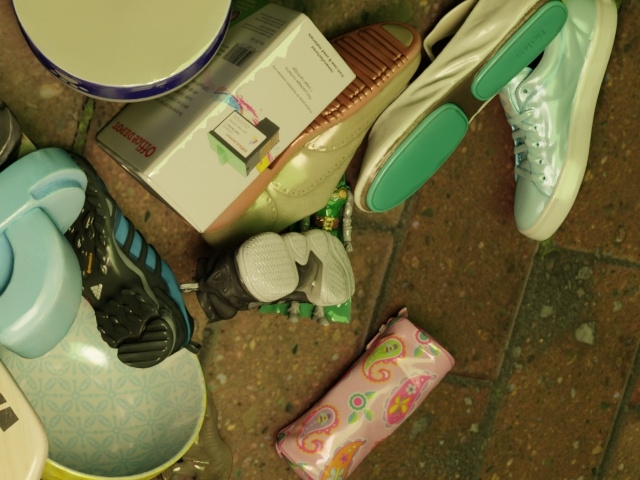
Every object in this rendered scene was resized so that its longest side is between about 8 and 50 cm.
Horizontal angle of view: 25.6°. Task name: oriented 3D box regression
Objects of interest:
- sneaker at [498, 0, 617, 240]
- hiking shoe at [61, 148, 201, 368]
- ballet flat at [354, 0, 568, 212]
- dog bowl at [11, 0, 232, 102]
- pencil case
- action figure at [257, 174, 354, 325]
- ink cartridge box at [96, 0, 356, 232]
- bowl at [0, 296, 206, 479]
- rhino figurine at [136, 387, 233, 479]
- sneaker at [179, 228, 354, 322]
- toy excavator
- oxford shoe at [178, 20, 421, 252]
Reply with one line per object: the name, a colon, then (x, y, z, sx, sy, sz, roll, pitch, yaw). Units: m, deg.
sneaker: (0.306, -0.188, 2.019, 0.150, 0.135, 0.366, 10, 94, -15)
hiking shoe: (-0.266, 0.024, 1.783, 0.113, 0.132, 0.304, -30, 82, 16)
ballet flat: (0.167, -0.212, 1.932, 0.400, 0.139, 0.139, -47, 119, 3)
dog bowl: (-0.234, -0.301, 1.671, 0.264, 0.104, 0.265, 0, 87, -6)
pencil case: (0.064, 0.233, 2.024, 0.284, 0.124, 0.124, -46, 118, -8)
action figure: (0.000, 0.000, 1.957, 0.137, 0.063, 0.232, 6, 99, -24)
ink cartridge box: (-0.123, -0.165, 1.765, 0.278, 0.201, 0.117, -46, 120, -7)
bowl: (-0.308, 0.208, 1.794, 0.289, 0.289, 0.156, 10, 142, -27)
rhino figurine: (-0.176, 0.302, 1.952, 0.106, 0.073, 0.243, -22, 115, -15)
sneaker: (-0.071, 0.048, 1.845, 0.268, 0.153, 0.101, 7, 70, -60)
toy excavator: (-0.384, 0.117, 1.584, 0.433, 0.222, 0.445, -41, 79, -9)
oxford shoe: (-0.013, -0.134, 1.880, 0.397, 0.140, 0.146, -40, 135, 0)
